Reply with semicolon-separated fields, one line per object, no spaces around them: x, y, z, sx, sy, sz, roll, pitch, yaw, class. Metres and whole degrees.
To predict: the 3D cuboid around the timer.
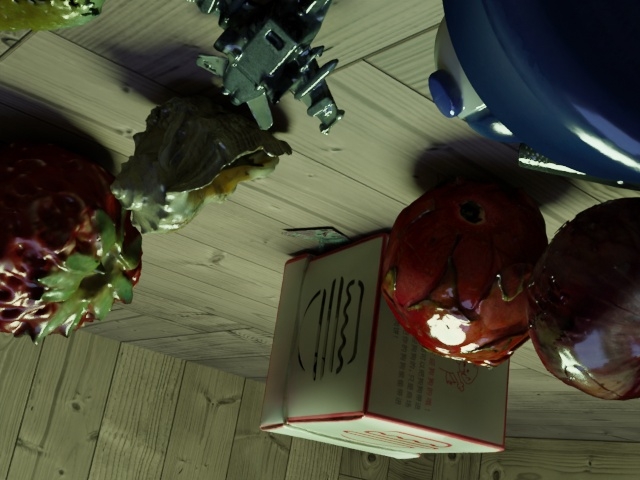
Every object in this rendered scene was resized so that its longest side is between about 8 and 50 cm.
0.182;-0.153;0.603;0.270;0.270;0.383;12;177;-7;timer

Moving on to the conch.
-0.135;-0.092;1.057;0.245;0.163;0.178;-13;-161;-41;conch

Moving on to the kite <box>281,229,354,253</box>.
0.000;0.001;1.488;0.137;0.005;0.152;12;162;-10;kite

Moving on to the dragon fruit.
0.191;0.042;1.147;0.240;0.241;0.252;4;163;17;dragon fruit

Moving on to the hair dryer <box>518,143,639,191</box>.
0.345;-0.089;0.807;0.320;0.156;0.284;14;174;14;hair dryer

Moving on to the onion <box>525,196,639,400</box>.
0.356;0.059;1.013;0.252;0.252;0.219;13;-158;-7;onion

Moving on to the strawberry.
-0.443;-0.031;1.296;0.345;0.295;0.317;39;-169;21;strawberry

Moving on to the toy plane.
-0.031;-0.191;0.795;0.192;0.088;0.262;42;151;-8;toy plane

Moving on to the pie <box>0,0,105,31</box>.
-0.316;-0.283;0.685;0.371;0.078;0.296;25;156;-36;pie

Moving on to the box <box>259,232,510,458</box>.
0.118;0.192;1.515;0.312;0.314;0.300;19;158;-29;box
